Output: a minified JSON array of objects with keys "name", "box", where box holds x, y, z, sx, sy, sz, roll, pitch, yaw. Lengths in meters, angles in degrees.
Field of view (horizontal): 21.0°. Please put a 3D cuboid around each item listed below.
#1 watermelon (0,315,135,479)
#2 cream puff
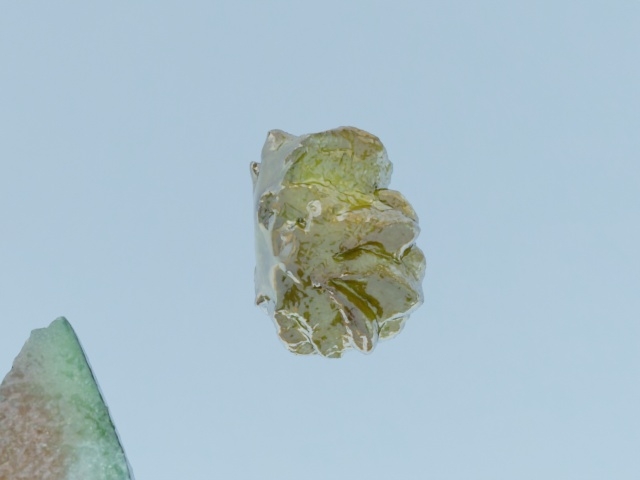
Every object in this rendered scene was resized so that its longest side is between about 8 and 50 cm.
[{"name":"watermelon","box":[-0.080,0.122,0.532,0.080,0.155,0.101,-23,-27,-9]},{"name":"cream puff","box":[0.000,0.000,0.614,0.083,0.058,0.083,5,-97,39]}]
